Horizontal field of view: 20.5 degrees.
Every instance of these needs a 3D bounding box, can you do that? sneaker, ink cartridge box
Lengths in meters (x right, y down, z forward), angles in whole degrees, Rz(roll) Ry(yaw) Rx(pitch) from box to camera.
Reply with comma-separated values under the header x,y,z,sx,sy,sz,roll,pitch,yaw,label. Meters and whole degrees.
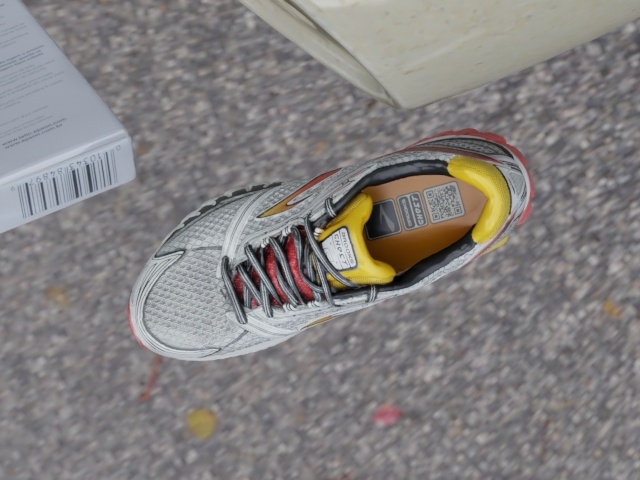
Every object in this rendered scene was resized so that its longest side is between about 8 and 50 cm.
x,y,z,sx,sy,sz,roll,pitch,yaw,label
0.000,0.000,0.919,0.225,0.093,0.088,-24,92,9,sneaker
-0.260,-0.072,1.080,0.224,0.223,0.045,49,154,39,ink cartridge box

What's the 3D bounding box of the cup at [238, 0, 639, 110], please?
x,y,z,sx,sy,sz,roll,pitch,yaw,label
0.034,-0.182,0.540,0.331,0.331,0.237,39,92,12,cup
